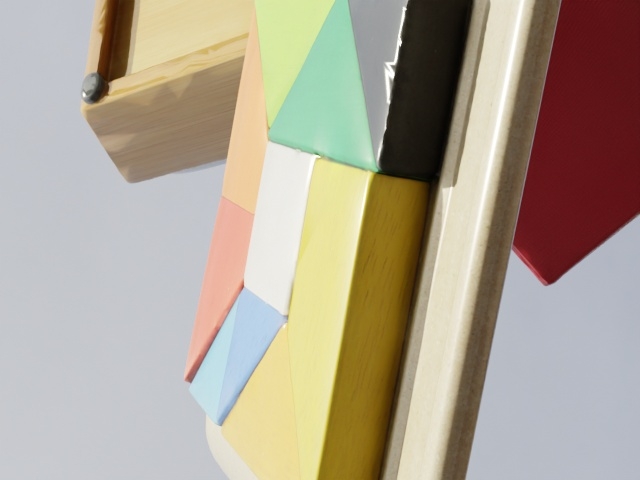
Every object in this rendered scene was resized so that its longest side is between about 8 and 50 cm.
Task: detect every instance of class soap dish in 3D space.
[{"bbox_3d":[-0.045,-0.181,0.955,0.118,0.290,0.229,27,-120,-45],"label":"soap dish"}]

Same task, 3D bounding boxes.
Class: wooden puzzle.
[{"bbox_3d":[0.000,0.000,0.432,0.044,0.221,0.239,3,-82,-19],"label":"wooden puzzle"}]

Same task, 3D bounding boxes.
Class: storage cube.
[{"bbox_3d":[0.180,-0.108,0.993,0.215,0.183,0.193,-42,-90,15],"label":"storage cube"}]
